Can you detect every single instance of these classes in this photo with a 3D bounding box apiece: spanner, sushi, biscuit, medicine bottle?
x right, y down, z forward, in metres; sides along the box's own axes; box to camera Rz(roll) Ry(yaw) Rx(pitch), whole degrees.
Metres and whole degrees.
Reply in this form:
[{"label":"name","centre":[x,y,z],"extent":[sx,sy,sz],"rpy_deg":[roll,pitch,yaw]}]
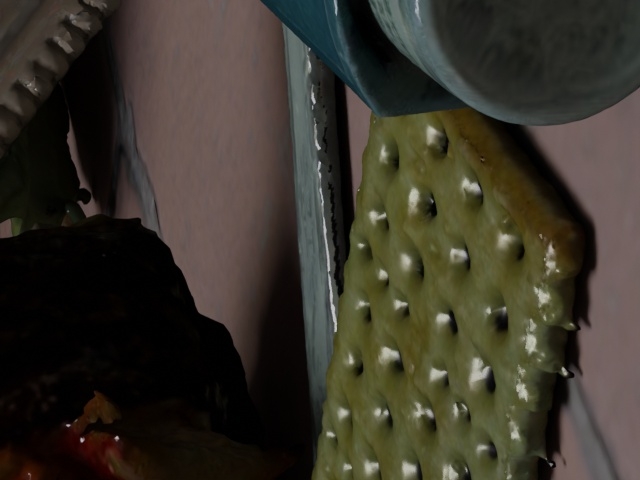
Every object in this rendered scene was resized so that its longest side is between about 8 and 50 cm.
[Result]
[{"label":"spanner","centre":[0.000,0.000,0.685],"extent":[0.071,0.017,0.302],"rpy_deg":[180,87,-74]},{"label":"sushi","centre":[-0.101,0.133,0.786],"extent":[0.182,0.196,0.343],"rpy_deg":[55,158,33]},{"label":"biscuit","centre":[0.029,0.062,0.578],"extent":[0.139,0.016,0.231],"rpy_deg":[-120,33,-51]},{"label":"medicine bottle","centre":[-0.002,-0.093,0.485],"extent":[0.258,0.124,0.079],"rpy_deg":[-132,44,-62]}]

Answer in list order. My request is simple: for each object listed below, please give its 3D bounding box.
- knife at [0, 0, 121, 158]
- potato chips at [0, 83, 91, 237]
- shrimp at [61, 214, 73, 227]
[{"label":"knife","centre":[-0.119,-0.067,0.707],"extent":[0.089,0.043,0.365],"rpy_deg":[21,74,48]},{"label":"potato chips","centre":[-0.223,-0.174,1.138],"extent":[0.389,0.097,0.373],"rpy_deg":[-104,1,-54]},{"label":"shrimp","centre":[-0.202,0.005,1.356],"extent":[0.152,0.046,0.219],"rpy_deg":[108,153,-46]}]
